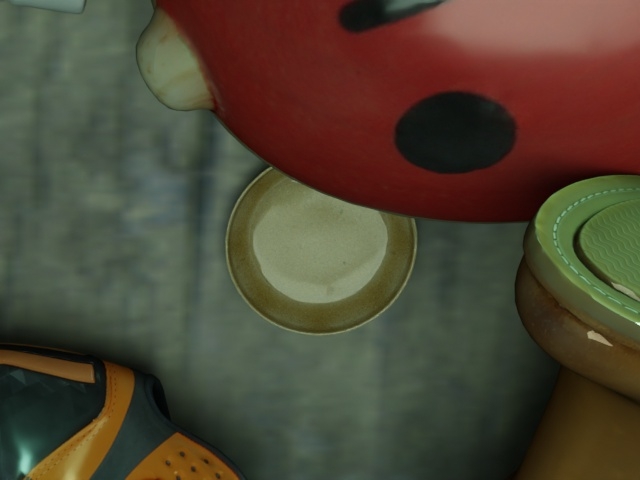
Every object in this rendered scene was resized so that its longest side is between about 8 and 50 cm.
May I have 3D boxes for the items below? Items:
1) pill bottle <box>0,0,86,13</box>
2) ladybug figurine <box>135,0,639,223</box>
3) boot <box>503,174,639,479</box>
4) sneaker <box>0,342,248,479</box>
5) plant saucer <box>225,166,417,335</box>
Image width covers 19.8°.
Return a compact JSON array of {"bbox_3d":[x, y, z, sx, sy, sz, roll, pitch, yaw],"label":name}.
[{"bbox_3d":[-0.183,-0.151,0.683,0.208,0.119,0.119,10,106,-8],"label":"pill bottle"},{"bbox_3d":[0.133,-0.159,0.683,0.449,0.162,0.305,-31,107,5],"label":"ladybug figurine"},{"bbox_3d":[0.103,0.089,0.725,0.220,0.283,0.109,-47,66,18],"label":"boot"},{"bbox_3d":[-0.093,0.202,0.744,0.180,0.124,0.321,3,82,-25],"label":"sneaker"},{"bbox_3d":[0.000,0.000,0.796,0.083,0.015,0.083,-1,107,-4],"label":"plant saucer"}]
